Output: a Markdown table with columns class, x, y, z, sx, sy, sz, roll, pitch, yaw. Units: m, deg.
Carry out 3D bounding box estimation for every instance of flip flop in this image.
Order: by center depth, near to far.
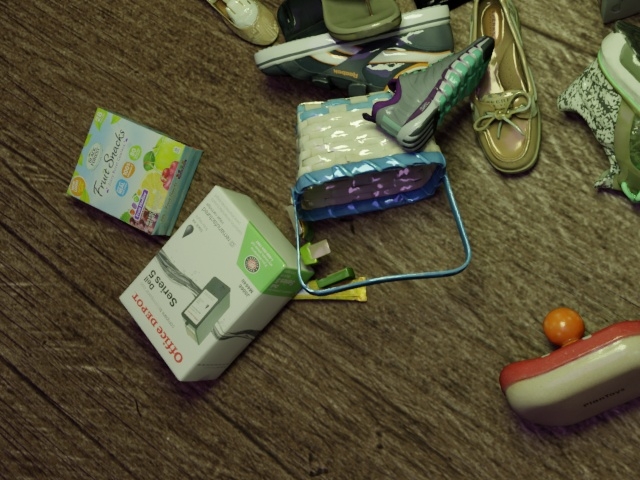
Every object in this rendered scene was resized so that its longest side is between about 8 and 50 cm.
| class | x | y | z | sx | sy | sz | roll | pitch | yaw |
| --- | --- | --- | --- | --- | --- | --- | --- | --- | --- |
| flip flop | 0.048 | -0.395 | 1.146 | 0.112 | 0.080 | 0.277 | -14 | 51 | 7 |

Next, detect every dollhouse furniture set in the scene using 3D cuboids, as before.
| class | x | y | z | sx | sy | sz | roll | pitch | yaw |
| --- | --- | --- | --- | --- | --- | --- | --- | --- | --- |
| dollhouse furniture set | 0.000 | 0.000 | 1.251 | 0.059 | 0.076 | 0.151 | -23 | 79 | 15 |

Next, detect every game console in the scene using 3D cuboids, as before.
| class | x | y | z | sx | sy | sz | roll | pitch | yaw |
| --- | --- | --- | --- | --- | --- | --- | --- | --- | --- |
| game console | 0.089 | -0.437 | 1.257 | 0.362 | 0.044 | 0.213 | -23 | 79 | 18 |

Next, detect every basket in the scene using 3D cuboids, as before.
| class | x | y | z | sx | sy | sz | roll | pitch | yaw |
| --- | --- | --- | --- | --- | --- | --- | --- | --- | --- |
| basket | 0.080 | -0.071 | 1.145 | 0.255 | 0.201 | 0.288 | -7 | 70 | -1 |

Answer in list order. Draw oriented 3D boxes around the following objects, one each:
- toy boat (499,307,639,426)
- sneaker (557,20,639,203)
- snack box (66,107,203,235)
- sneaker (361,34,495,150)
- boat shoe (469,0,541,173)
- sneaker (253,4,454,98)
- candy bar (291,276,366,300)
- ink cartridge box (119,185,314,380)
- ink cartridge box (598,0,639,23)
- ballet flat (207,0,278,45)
| class | x | y | z | sx | sy | sz | roll | pitch | yaw |
| --- | --- | --- | --- | --- | --- | --- | --- | --- | --- |
| toy boat | 0.366 | 0.165 | 1.093 | 0.231 | 0.151 | 0.151 | -28 | 48 | 16 |
| sneaker | 0.487 | -0.102 | 1.071 | 0.182 | 0.158 | 0.410 | -41 | 75 | 46 |
| snack box | -0.342 | -0.125 | 1.388 | 0.207 | 0.070 | 0.174 | 24 | 97 | 21 |
| sneaker | 0.157 | -0.230 | 1.074 | 0.098 | 0.083 | 0.223 | 34 | 66 | 19 |
| boat shoe | 0.270 | -0.243 | 1.154 | 0.105 | 0.089 | 0.285 | -12 | 84 | 20 |
| sneaker | 0.052 | -0.278 | 1.205 | 0.321 | 0.126 | 0.127 | -7 | 107 | 19 |
| candy bar | 0.000 | 0.083 | 1.279 | 0.162 | 0.018 | 0.040 | -2 | 83 | 21 |
| ink cartridge box | -0.178 | 0.077 | 1.286 | 0.273 | 0.115 | 0.198 | -48 | 66 | 12 |
| ink cartridge box | 0.424 | -0.419 | 1.085 | 0.072 | 0.127 | 0.175 | -13 | 84 | 17 |
| ballet flat | -0.159 | -0.418 | 1.333 | 0.206 | 0.067 | 0.073 | 42 | 101 | 17 |
